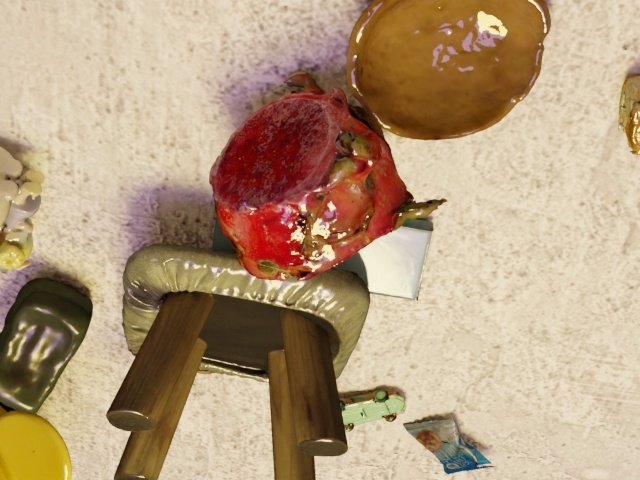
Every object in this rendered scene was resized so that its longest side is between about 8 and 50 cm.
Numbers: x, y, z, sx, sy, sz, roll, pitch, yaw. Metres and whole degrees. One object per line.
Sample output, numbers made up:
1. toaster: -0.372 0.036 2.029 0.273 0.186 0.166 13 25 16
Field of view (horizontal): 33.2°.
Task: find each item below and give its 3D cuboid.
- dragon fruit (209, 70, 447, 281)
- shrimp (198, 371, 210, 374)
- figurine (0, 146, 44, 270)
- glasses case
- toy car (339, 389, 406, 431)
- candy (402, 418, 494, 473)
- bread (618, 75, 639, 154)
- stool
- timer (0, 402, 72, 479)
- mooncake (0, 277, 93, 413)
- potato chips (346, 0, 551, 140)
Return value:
1. dragon fruit: -0.013 -0.073 1.146 0.282 0.211 0.147 -4 131 40
2. shrimp: -0.175 0.156 1.527 0.059 0.023 0.108 10 136 8
3. figurine: -0.434 -0.011 1.312 0.155 0.127 0.235 2 141 -26
4. glasses case: 0.000 0.000 1.341 0.266 0.056 0.105 9 111 -4
5. toy car: 0.066 0.247 1.589 0.122 0.035 0.059 -17 132 9
6. candy: 0.198 0.314 1.647 0.088 0.038 0.136 -16 126 39
7. bread: 0.362 -0.138 1.145 0.083 0.077 0.070 0 124 6
8. stool: -0.108 0.175 1.335 0.310 0.226 0.310 8 148 -5
9. timer: -0.540 0.341 1.550 0.376 0.376 0.387 21 109 -16
10. mooncake: -0.377 0.139 1.428 0.104 0.175 0.168 30 157 -23
11. potato chips: 0.127 -0.198 1.098 0.208 0.062 0.195 -39 118 11
